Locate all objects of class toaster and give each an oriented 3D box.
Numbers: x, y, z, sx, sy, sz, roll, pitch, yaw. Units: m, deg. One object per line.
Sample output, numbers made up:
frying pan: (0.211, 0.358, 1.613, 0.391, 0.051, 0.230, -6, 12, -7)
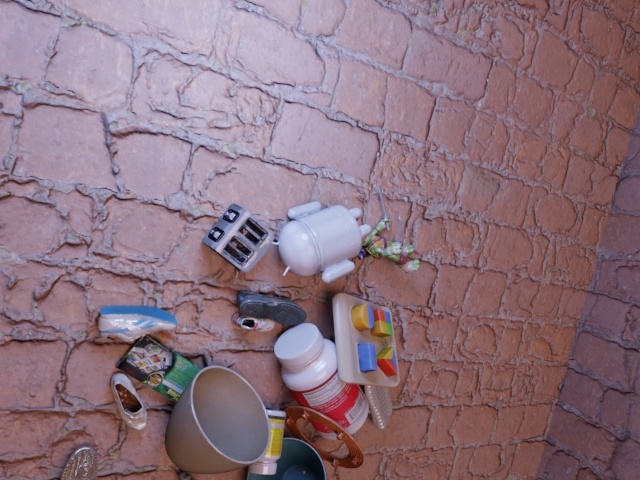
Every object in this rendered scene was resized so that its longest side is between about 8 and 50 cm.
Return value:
toaster: (-0.261, -0.001, 1.586, 0.186, 0.110, 0.168, 43, 79, -29)

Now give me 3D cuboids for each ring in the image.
ring: (0.001, 0.723, 1.766, 0.032, 0.337, 0.336, -50, 122, -40)

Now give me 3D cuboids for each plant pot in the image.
plant pot: (-0.103, 0.897, 1.797, 0.290, 0.290, 0.195, -46, 151, -14)

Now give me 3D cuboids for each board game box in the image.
board game box: (-0.513, 0.417, 1.580, 0.260, 0.030, 0.136, 45, 75, -29)

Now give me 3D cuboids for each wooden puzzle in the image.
wooden puzzle: (0.190, 0.371, 1.808, 0.348, 0.081, 0.322, 22, 56, -46)

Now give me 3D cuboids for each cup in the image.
cup: (-0.359, 0.610, 1.570, 0.237, 0.331, 0.331, -40, 122, 18)

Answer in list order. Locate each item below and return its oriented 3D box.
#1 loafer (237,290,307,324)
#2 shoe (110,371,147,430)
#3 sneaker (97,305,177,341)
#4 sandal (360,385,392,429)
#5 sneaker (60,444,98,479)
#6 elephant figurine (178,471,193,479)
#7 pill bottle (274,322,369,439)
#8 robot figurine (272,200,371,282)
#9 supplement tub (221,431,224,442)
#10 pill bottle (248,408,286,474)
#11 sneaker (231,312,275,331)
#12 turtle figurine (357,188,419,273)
loafer: (-0.167, 0.227, 1.705, 0.268, 0.084, 0.096, 19, 115, -34)
shoe: (-0.603, 0.517, 1.531, 0.077, 0.058, 0.219, -25, 112, -23)
sneaker: (-0.558, 0.257, 1.494, 0.229, 0.087, 0.092, 8, 103, -23)
sandal: (0.206, 0.616, 1.977, 0.169, 0.102, 0.416, -48, 135, -47)
sneaker: (-0.759, 0.780, 1.488, 0.099, 0.153, 0.282, 14, 63, -29)
elephant figurine: (-0.427, 0.944, 1.687, 0.240, 0.186, 0.169, 28, 129, -21)
pill bottle: (0.000, 0.509, 1.773, 0.229, 0.229, 0.407, -36, 115, -18)
robot figurine: (0.000, 0.000, 1.682, 0.354, 0.199, 0.299, -23, 70, -24)
supplement tub: (-0.315, 0.708, 1.728, 0.107, 0.071, 0.071, 19, 91, -30)
pill bottle: (-0.193, 0.712, 1.731, 0.119, 0.119, 0.208, 18, 68, -31)
sneaker: (-0.224, 0.293, 1.689, 0.161, 0.075, 0.057, 18, 91, -31)
turtle figurine: (0.285, -0.005, 1.846, 0.266, 0.198, 0.274, 31, 88, -34)
